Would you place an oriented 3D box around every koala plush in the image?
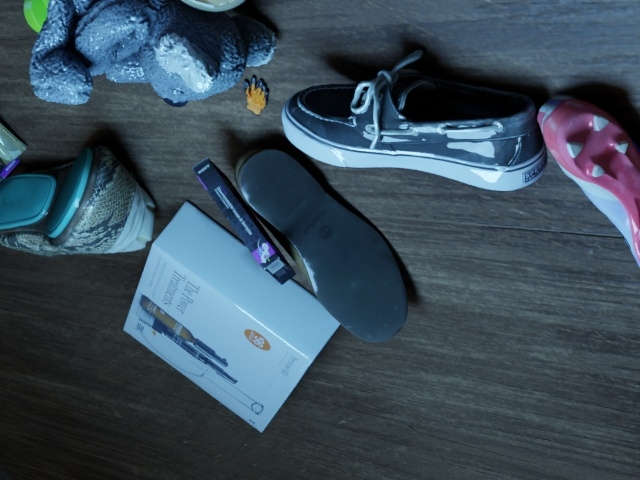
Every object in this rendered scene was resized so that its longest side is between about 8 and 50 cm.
[{"bbox_3d":[-0.174,-0.229,1.746,0.221,0.196,0.203,25,116,23],"label":"koala plush"}]

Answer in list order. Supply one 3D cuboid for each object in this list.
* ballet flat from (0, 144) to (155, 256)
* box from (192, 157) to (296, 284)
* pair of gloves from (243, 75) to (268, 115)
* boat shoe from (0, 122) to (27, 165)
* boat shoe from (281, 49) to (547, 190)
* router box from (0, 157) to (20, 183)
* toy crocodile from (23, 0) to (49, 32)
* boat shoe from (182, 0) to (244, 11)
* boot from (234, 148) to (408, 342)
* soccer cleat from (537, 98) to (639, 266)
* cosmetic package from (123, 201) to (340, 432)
[{"bbox_3d":[-0.348,-0.041,2.347,0.182,0.164,0.483,25,166,-24],"label":"ballet flat"},{"bbox_3d":[-0.095,-0.023,1.989,0.162,0.029,0.116,53,-179,14],"label":"box"},{"bbox_3d":[-0.098,-0.189,1.907,0.083,0.010,0.074,37,155,4],"label":"pair of gloves"},{"bbox_3d":[-0.511,-0.187,2.419,0.153,0.048,0.056,56,162,-18],"label":"boat shoe"},{"bbox_3d":[0.087,-0.133,1.642,0.306,0.113,0.105,18,141,33],"label":"boat shoe"},{"bbox_3d":[-0.570,-0.134,2.569,0.133,0.046,0.179,42,154,-9],"label":"router box"},{"bbox_3d":[-0.325,-0.346,1.859,0.115,0.105,0.340,0,130,53],"label":"toy crocodile"},{"bbox_3d":[-0.195,-0.356,1.605,0.324,0.122,0.120,34,-177,-9],"label":"boat shoe"},{"bbox_3d":[0.000,0.000,2.014,0.305,0.112,0.115,51,172,-16],"label":"boot"},{"bbox_3d":[0.304,-0.047,1.559,0.248,0.083,0.095,45,-177,-25],"label":"soccer cleat"},{"bbox_3d":[-0.142,0.126,2.385,0.284,0.097,0.377,34,154,2],"label":"cosmetic package"}]
